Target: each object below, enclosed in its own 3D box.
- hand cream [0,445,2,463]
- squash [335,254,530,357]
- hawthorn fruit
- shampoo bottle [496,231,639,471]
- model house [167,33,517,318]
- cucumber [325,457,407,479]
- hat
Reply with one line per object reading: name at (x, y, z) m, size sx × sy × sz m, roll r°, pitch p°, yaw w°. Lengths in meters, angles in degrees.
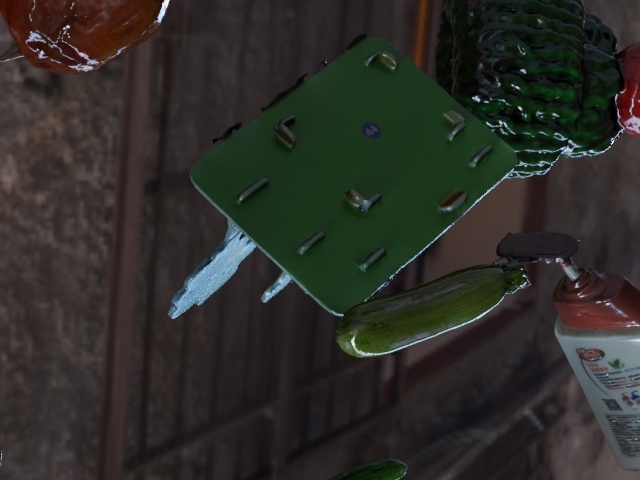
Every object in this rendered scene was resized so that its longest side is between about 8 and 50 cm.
hand cream at (-0.338, 0.270, 1.124) m, size 0.140 × 0.314 × 0.089 m, roll 24°, pitch -148°, yaw -13°
squash at (0.096, 0.057, 1.182) m, size 0.183 × 0.052 × 0.052 m, roll -21°, pitch -158°, yaw -18°
hawthorn fruit at (-0.226, -0.248, 1.336) m, size 0.174 × 0.179 × 0.173 m, roll 13°, pitch -170°, yaw -2°
shampoo bottle at (0.273, 0.096, 1.259) m, size 0.153 × 0.284 × 0.071 m, roll -12°, pitch -147°, yaw 46°
model house at (0.000, 0.000, 1.586) m, size 0.242 × 0.312 × 0.358 m, roll 40°, pitch -126°, yaw 11°
cucumber at (0.034, 0.297, 1.680) m, size 0.155 × 0.037 × 0.037 m, roll -21°, pitch -159°, yaw -15°
hat at (0.315, -0.206, 1.775) m, size 0.332 × 0.274 × 0.242 m, roll 6°, pitch 168°, yaw -6°
